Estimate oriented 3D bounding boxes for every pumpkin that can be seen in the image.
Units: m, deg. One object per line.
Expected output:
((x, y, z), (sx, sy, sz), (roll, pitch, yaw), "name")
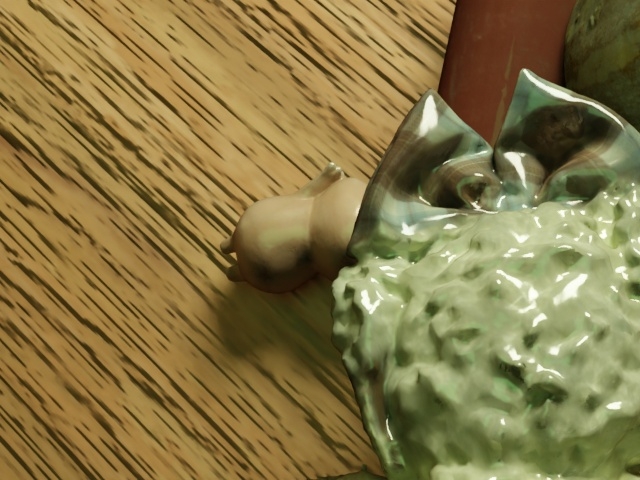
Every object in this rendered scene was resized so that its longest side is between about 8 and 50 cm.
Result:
((0.222, -0.130, 0.788), (0.110, 0.217, 0.217), (-13, 73, 37), "pumpkin")

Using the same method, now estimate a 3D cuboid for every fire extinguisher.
((0.157, -0.117, 0.850), (0.147, 0.106, 0.337), (16, 80, -14), "fire extinguisher")

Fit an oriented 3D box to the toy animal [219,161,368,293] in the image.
((-0.002, 0.004, 0.863), (0.150, 0.083, 0.089), (-7, 47, 27), "toy animal")

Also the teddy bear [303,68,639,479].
((0.132, 0.157, 0.732), (0.327, 0.375, 0.362), (-7, 48, 13), "teddy bear")
